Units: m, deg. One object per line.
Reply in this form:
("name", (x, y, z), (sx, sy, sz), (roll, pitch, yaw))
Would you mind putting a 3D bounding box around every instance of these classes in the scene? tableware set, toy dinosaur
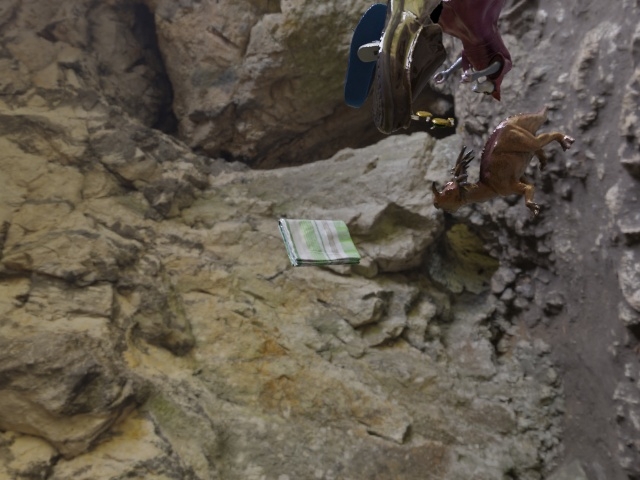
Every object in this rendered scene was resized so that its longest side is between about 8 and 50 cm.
("tableware set", (0.315, -0.354, 1.259), (0.104, 0.154, 0.024), (-67, -15, -57))
("toy dinosaur", (0.374, -0.172, 0.888), (0.295, 0.200, 0.127), (-65, -4, 7))

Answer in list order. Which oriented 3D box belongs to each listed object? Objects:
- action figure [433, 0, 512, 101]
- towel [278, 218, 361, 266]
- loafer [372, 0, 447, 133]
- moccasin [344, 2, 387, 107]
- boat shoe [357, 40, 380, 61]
("action figure", (0.444, -0.557, 1.181), (0.370, 0.276, 0.248), (45, -170, -34))
("towel", (0.000, 0.000, 0.845), (0.023, 0.152, 0.113), (-57, 44, 45))
("loafer", (0.177, -0.361, 0.811), (0.133, 0.130, 0.365), (85, -165, -67))
("moccasin", (0.152, -0.645, 1.494), (0.116, 0.138, 0.341), (-65, -2, -58))
("boat shoe", (0.152, -0.432, 0.962), (0.040, 0.142, 0.049), (-54, -38, -35))
